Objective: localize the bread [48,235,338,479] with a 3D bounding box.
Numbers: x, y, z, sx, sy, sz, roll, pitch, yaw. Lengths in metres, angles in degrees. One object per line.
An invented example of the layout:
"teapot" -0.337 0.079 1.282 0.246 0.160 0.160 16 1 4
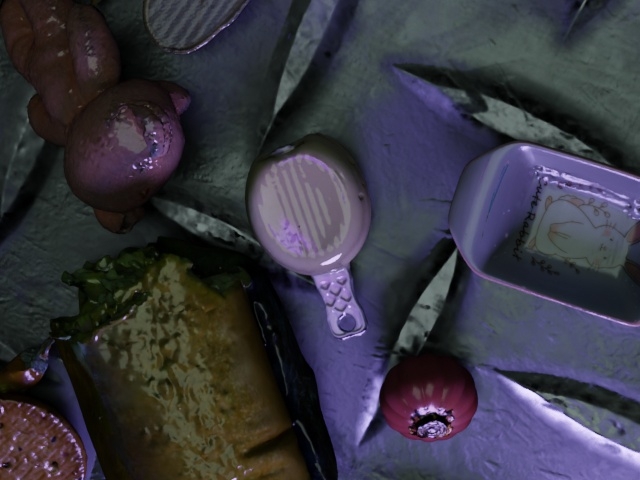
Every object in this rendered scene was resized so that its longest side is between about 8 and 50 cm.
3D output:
"bread" -0.135 0.187 1.254 0.251 0.208 0.376 -17 98 15

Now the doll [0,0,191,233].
"doll" -0.238 -0.174 1.267 0.303 0.156 0.201 61 143 16

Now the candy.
"candy" -0.365 0.171 1.356 0.182 0.053 0.046 -40 97 13

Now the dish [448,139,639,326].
"dish" 0.255 -0.017 1.231 0.234 0.064 0.154 19 99 5

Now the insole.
"insole" -0.077 -0.350 1.225 0.119 0.009 0.348 38 100 1

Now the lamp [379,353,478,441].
"lamp" 0.117 0.171 1.261 0.108 0.092 0.107 -1 129 -2

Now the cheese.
"cheese" 0.000 0.000 1.272 0.137 0.064 0.227 -18 93 14

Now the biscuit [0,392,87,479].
"biscuit" -0.366 0.258 1.352 0.188 0.027 0.187 -2 113 -4

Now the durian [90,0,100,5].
"durian" -0.243 -0.366 1.247 0.140 0.078 0.224 1 98 -2
